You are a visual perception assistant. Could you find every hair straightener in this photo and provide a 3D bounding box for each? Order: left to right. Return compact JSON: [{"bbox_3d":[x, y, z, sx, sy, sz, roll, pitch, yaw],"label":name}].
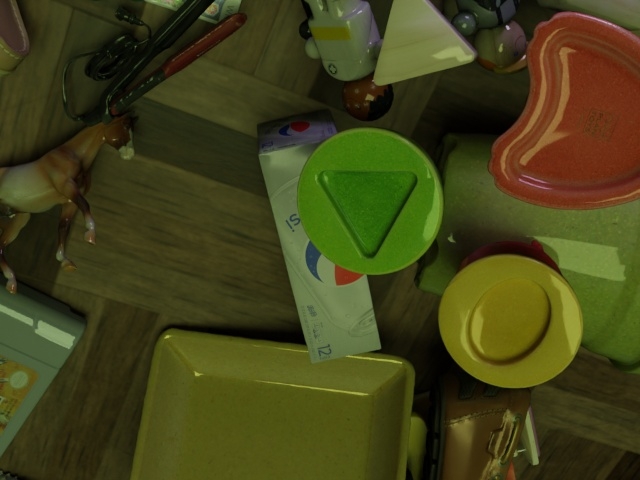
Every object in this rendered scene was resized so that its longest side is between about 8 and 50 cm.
[{"bbox_3d":[-0.190,-0.202,0.840,0.230,0.047,0.089,-33,92,20],"label":"hair straightener"}]

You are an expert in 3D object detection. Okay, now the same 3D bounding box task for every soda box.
[{"bbox_3d":[0.000,0.000,0.937,0.091,0.098,0.286,-12,118,0],"label":"soda box"}]

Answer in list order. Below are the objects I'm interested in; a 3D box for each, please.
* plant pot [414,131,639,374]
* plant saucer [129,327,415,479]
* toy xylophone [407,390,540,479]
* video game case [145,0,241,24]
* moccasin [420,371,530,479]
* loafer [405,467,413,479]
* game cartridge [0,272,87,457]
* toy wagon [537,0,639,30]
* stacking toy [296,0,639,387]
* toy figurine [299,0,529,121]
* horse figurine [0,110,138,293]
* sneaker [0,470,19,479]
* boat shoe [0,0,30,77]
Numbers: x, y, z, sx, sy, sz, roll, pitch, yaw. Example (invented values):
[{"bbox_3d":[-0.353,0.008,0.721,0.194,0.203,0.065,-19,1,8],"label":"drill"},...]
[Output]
[{"bbox_3d":[0.244,-0.012,0.885,0.254,0.276,0.276,11,116,2],"label":"plant pot"},{"bbox_3d":[-0.063,0.296,0.994,0.333,0.081,0.332,6,73,5],"label":"plant saucer"},{"bbox_3d":[0.151,0.310,1.125,0.323,0.081,0.236,-23,118,7],"label":"toy xylophone"},{"bbox_3d":[-0.137,-0.279,0.823,0.122,0.011,0.087,15,115,-14],"label":"video game case"},{"bbox_3d":[0.199,0.341,1.033,0.147,0.139,0.379,5,109,2],"label":"moccasin"},{"bbox_3d":[0.044,0.351,1.056,0.170,0.062,0.061,-13,123,3],"label":"loafer"},{"bbox_3d":[-0.453,0.169,1.005,0.198,0.062,0.297,28,112,-23],"label":"game cartridge"},{"bbox_3d":[0.295,-0.380,0.744,0.267,0.068,0.344,6,97,-30],"label":"toy wagon"},{"bbox_3d":[0.148,-0.062,0.709,0.280,0.130,0.308,29,112,10],"label":"stacking toy"},{"bbox_3d":[0.085,-0.219,0.768,0.213,0.209,0.148,-20,124,5],"label":"toy figurine"},{"bbox_3d":[-0.317,-0.033,0.871,0.263,0.174,0.066,-22,149,20],"label":"horse figurine"},{"bbox_3d":[-0.523,0.391,1.094,0.294,0.102,0.146,14,119,-8],"label":"sneaker"},{"bbox_3d":[-0.338,-0.317,0.720,0.110,0.121,0.341,-16,117,4],"label":"boat shoe"}]
